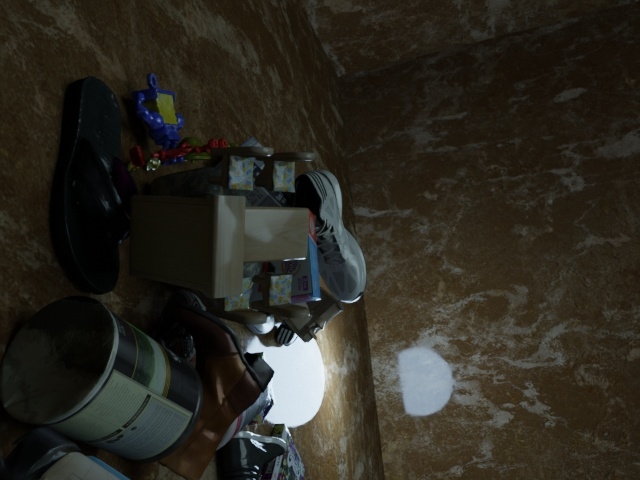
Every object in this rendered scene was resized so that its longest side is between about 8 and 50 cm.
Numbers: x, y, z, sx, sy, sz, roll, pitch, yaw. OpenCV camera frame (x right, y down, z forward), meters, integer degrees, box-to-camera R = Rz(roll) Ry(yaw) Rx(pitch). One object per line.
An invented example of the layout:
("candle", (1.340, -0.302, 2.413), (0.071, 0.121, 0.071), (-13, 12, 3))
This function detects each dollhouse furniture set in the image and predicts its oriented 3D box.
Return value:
("dollhouse furniture set", (-0.138, -0.007, 1.172), (0.394, 0.257, 0.362), (-2, 97, -49))
("dollhouse furniture set", (-0.096, 0.136, 1.853), (0.303, 0.174, 0.355), (35, -19, 50))

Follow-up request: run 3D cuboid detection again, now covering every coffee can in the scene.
("coffee can", (-0.350, 0.240, 0.975), (0.275, 0.202, 0.201), (59, 26, -54))

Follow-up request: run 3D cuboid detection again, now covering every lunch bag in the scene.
("lunch bag", (-0.273, 0.012, 1.409), (0.305, 0.213, 0.256), (60, 27, -56))

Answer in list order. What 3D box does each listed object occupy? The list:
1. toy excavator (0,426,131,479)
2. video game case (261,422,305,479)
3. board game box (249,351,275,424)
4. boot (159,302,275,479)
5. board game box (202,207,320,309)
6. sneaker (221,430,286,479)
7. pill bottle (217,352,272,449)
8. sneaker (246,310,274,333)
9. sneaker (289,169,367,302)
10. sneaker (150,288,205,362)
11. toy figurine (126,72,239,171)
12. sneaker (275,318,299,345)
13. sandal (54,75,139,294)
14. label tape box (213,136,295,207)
("toy excavator", (-0.325, 0.473, 0.877), (0.433, 0.222, 0.445), (-46, 151, -45))
("video game case", (-0.113, 0.735, 1.844), (0.210, 0.042, 0.232), (-74, 151, -56))
("board game box", (-0.193, 0.437, 1.738), (0.141, 0.048, 0.170), (-35, 115, -72))
("boot", (-0.264, 0.298, 1.169), (0.264, 0.096, 0.280), (50, 64, -22))
("board game box", (-0.166, 0.060, 1.564), (0.064, 0.317, 0.242), (47, 37, -64))
("sneaker", (-0.181, 0.604, 1.578), (0.296, 0.105, 0.146), (43, 41, -57))
("pill bottle", (-0.226, 0.368, 1.403), (0.318, 0.176, 0.176), (-8, 87, -75))
("sneaker", (-0.185, 0.232, 1.816), (0.258, 0.091, 0.094), (45, 37, -65))
("sneaker", (-0.001, 0.000, 1.827), (0.257, 0.169, 0.447), (-19, 92, -68))
("sneaker", (-0.323, 0.227, 1.250), (0.112, 0.121, 0.299), (60, 26, -44))
("toy figurine", (-0.347, -0.298, 1.407), (0.362, 0.191, 0.217), (-38, 112, -75))
("sneaker", (-0.086, 0.279, 2.107), (0.228, 0.086, 0.132), (-59, 163, -17))
("sandal", (-0.422, -0.121, 1.134), (0.167, 0.107, 0.445), (37, 45, -69))
("label tape box", (-0.158, -0.145, 1.840), (0.348, 0.115, 0.249), (43, 23, -8))
